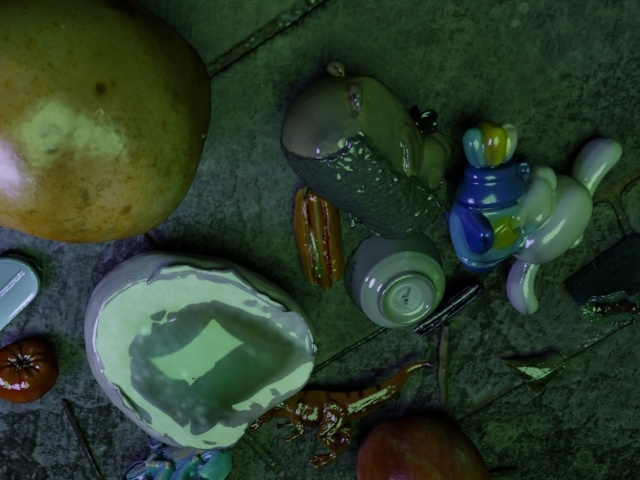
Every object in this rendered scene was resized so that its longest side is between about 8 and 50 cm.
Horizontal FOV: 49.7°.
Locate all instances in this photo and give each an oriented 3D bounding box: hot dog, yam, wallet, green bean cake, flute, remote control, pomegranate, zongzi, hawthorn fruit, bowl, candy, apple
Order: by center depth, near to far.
[{"bbox_3d":[-0.348,-0.170,0.994,0.417,0.416,0.416,-4,118,-8],"label":"pomegranate"},{"bbox_3d":[-0.618,0.119,1.279,0.247,0.052,0.104,-41,116,11],"label":"remote control"},{"bbox_3d":[-0.238,0.195,1.313,0.386,0.186,0.427,-46,114,4],"label":"candy"},{"bbox_3d":[-0.570,0.251,1.328,0.125,0.140,0.125,1,87,-21],"label":"hawthorn fruit"},{"bbox_3d":[0.000,0.000,1.329,0.092,0.062,0.235,-14,120,-7],"label":"hot dog"},{"bbox_3d":[0.160,0.091,1.380,0.212,0.112,0.211,-5,118,-10],"label":"bowl"},{"bbox_3d":[0.643,0.110,1.436,0.208,0.193,0.107,-35,123,10],"label":"green bean cake"},{"bbox_3d":[0.270,0.143,1.439,0.166,0.111,0.030,-39,77,11],"label":"wallet"},{"bbox_3d":[-0.509,0.445,1.490,0.014,0.014,0.269,-13,119,-4],"label":"flute"},{"bbox_3d":[0.234,0.549,1.540,0.302,0.301,0.301,-4,118,-8],"label":"apple"},{"bbox_3d":[0.277,0.283,1.545,0.027,0.029,0.234,-23,124,-31],"label":"yam"},{"bbox_3d":[0.490,0.274,1.571,0.119,0.055,0.109,43,101,-15],"label":"zongzi"}]

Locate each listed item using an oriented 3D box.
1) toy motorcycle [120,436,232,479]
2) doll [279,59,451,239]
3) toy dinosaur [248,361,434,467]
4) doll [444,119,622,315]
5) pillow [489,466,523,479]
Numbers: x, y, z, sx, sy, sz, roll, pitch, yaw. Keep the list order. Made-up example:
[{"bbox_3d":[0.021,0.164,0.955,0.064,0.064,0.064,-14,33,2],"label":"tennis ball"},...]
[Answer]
[{"bbox_3d":[-0.289,0.487,1.451,0.297,0.198,0.109,-27,123,5],"label":"toy motorcycle"},{"bbox_3d":[0.095,-0.144,1.184,0.247,0.247,0.349,-36,128,9],"label":"doll"},{"bbox_3d":[0.039,0.388,1.523,0.433,0.097,0.208,-10,109,-10],"label":"toy dinosaur"},{"bbox_3d":[0.363,-0.058,1.317,0.366,0.187,0.375,16,90,-27],"label":"doll"},{"bbox_3d":[0.422,0.639,1.704,0.182,0.134,0.077,-3,129,-8],"label":"pillow"}]
